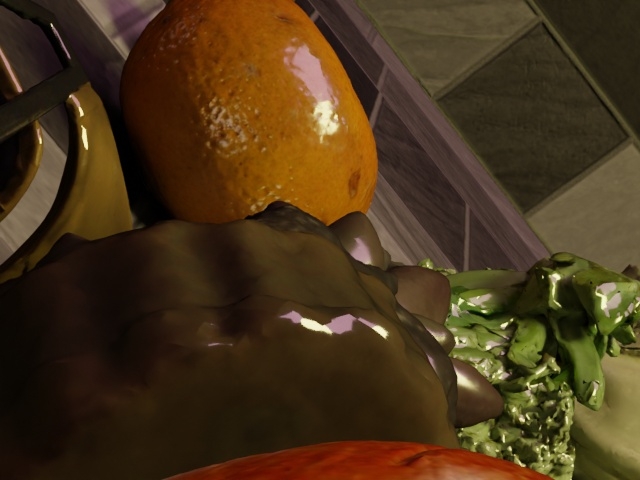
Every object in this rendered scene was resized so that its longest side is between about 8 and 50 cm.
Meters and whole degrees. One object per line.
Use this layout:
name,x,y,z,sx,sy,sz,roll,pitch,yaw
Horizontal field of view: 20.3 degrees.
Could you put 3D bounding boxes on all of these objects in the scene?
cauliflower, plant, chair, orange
cauliflower,0.141,0.094,1.387,0.275,0.250,0.272,56,10,33
plant,-0.024,0.077,1.003,0.194,0.181,0.320,50,10,9
chair,-0.189,-0.035,0.748,0.172,0.158,0.247,58,14,6
orange,-0.058,-0.083,1.333,0.224,0.170,0.224,62,-7,13

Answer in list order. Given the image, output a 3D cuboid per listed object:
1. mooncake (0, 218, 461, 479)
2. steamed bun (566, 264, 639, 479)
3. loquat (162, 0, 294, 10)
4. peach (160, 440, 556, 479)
mooncake,-0.059,0.092,0.734,0.228,0.228,0.124,42,10,-42
steamed bun,0.273,0.224,1.575,0.346,0.237,0.394,100,-20,-77
loquat,-0.078,-0.174,1.578,0.141,0.141,0.141,50,13,-16
peach,-0.001,0.188,0.537,0.249,0.274,0.245,59,23,-4
